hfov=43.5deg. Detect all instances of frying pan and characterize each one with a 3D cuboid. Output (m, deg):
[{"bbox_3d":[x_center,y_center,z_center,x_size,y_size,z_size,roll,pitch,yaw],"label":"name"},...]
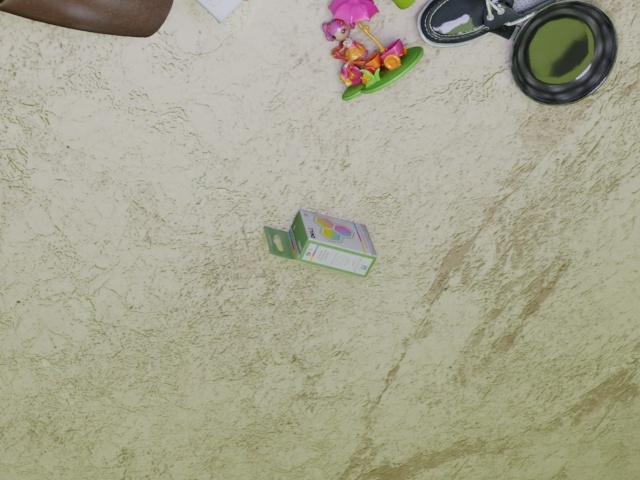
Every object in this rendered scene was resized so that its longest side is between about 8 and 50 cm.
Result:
[{"bbox_3d":[0.380,-0.344,1.473,0.326,0.053,0.197,0,119,-1],"label":"frying pan"}]

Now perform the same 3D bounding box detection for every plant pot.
[{"bbox_3d":[-0.342,-0.398,1.197,0.230,0.215,0.215,20,120,-41],"label":"plant pot"}]

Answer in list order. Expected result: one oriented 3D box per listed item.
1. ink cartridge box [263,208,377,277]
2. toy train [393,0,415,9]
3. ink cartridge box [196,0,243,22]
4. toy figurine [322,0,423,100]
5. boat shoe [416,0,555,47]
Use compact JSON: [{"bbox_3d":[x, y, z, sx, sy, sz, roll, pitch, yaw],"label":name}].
[{"bbox_3d":[0.000,0.000,1.599,0.209,0.109,0.062,14,120,-21],"label":"ink cartridge box"},{"bbox_3d":[0.098,-0.409,1.246,0.143,0.248,0.105,29,115,-33],"label":"toy train"},{"bbox_3d":[-0.192,-0.547,1.117,0.270,0.151,0.395,-40,131,15],"label":"ink cartridge box"},{"bbox_3d":[0.064,-0.346,1.386,0.173,0.130,0.159,-23,116,34],"label":"toy figurine"},{"bbox_3d":[0.308,-0.419,1.359,0.302,0.091,0.114,-28,99,0],"label":"boat shoe"}]
